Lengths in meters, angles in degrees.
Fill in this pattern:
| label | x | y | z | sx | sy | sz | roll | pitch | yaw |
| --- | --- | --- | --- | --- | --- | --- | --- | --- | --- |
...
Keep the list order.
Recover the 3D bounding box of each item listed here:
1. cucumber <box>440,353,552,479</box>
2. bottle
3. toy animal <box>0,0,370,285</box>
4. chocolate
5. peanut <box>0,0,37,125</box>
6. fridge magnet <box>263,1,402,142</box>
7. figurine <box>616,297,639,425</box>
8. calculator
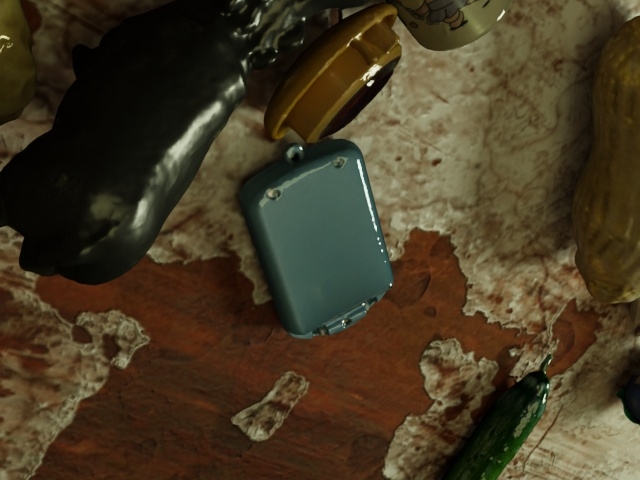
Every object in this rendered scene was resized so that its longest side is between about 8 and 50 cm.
| label | x | y | z | sx | sy | sz | roll | pitch | yaw |
| --- | --- | --- | --- | --- | --- | --- | --- | --- | --- |
| cucumber | 0.198 | 0.235 | 1.185 | 0.056 | 0.056 | 0.250 | 25 | 105 | -37 |
| bottle | 0.067 | -0.254 | 0.809 | 0.209 | 0.097 | 0.110 | 45 | 58 | -38 |
| toy animal | -0.104 | -0.117 | 0.749 | 0.343 | 0.168 | 0.106 | -50 | 128 | -14 |
| chocolate | 0.324 | -0.076 | 1.033 | 0.134 | 0.134 | 0.309 | -10 | 121 | -25 |
| peanut | -0.266 | -0.167 | 0.670 | 0.229 | 0.098 | 0.103 | 54 | 43 | -39 |
| fridge magnet | 0.012 | -0.130 | 0.829 | 0.063 | 0.143 | 0.143 | 44 | 91 | 2 |
| figurine | 0.416 | 0.158 | 1.230 | 0.102 | 0.111 | 0.195 | -2 | 120 | -5 |
| calculator | 0.000 | 0.000 | 0.949 | 0.121 | 0.039 | 0.210 | -28 | 126 | -15 |
